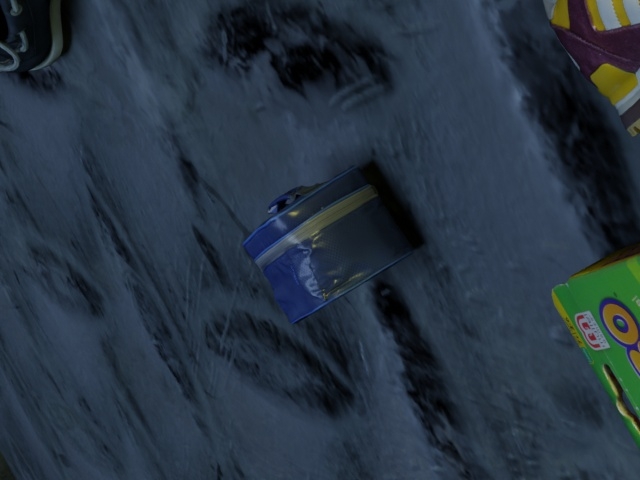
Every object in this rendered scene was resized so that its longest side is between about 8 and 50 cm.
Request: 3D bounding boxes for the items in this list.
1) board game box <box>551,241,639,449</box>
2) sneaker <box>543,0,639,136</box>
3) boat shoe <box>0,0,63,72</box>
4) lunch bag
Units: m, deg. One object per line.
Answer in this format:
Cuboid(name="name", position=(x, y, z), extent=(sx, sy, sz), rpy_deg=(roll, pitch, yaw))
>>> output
Cuboid(name="board game box", position=(0.177, 0.046, 0.636), extent=(0.124, 0.039, 0.259), rpy_deg=(60, 157, 0))
Cuboid(name="sneaker", position=(0.113, -0.100, 0.536), extent=(0.084, 0.069, 0.185), rpy_deg=(51, 158, 8))
Cuboid(name="boat shoe", position=(-0.225, -0.171, 1.208), extent=(0.095, 0.079, 0.254), rpy_deg=(59, 160, 0))
Cuboid(name="lunch bag", position=(0.000, 0.000, 0.938), extent=(0.065, 0.067, 0.098), rpy_deg=(59, 161, 2))
